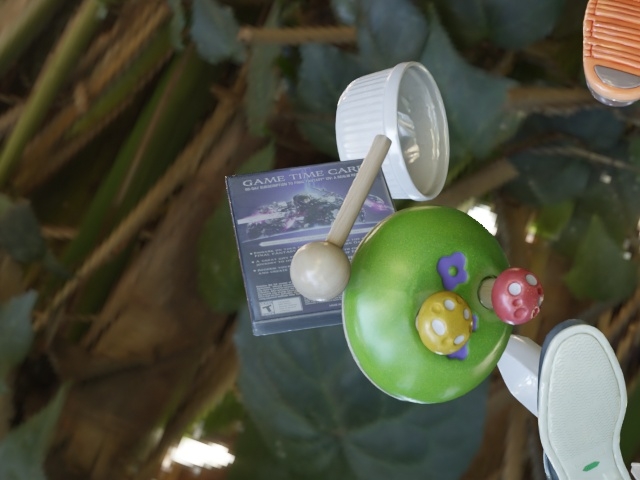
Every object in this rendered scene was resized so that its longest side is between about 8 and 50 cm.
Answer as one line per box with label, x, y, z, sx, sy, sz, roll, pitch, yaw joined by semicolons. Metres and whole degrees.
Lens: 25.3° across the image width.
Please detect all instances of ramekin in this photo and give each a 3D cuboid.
ramekin;0.106;-0.159;2.137;0.109;0.207;0.207;-5;153;26

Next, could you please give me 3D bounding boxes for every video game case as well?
video game case;0.000;0.000;1.679;0.196;0.274;0.026;-8;129;-6

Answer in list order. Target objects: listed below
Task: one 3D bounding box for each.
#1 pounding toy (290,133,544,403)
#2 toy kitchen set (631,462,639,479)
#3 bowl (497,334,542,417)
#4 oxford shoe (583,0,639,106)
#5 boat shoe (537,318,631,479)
pounding toy;0.106;0.042;1.258;0.237;0.183;0.110;44;159;-24
toy kitchen set;0.284;0.223;1.183;0.068;0.075;0.083;-1;140;37
bowl;0.323;0.205;2.106;0.142;0.053;0.142;41;164;48
oxford shoe;0.386;-0.258;1.707;0.130;0.364;0.133;20;138;11
boat shoe;0.225;0.162;1.267;0.079;0.084;0.233;-119;12;-57
